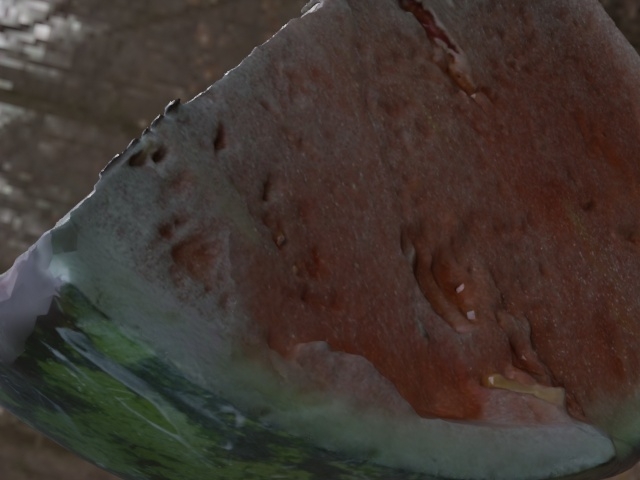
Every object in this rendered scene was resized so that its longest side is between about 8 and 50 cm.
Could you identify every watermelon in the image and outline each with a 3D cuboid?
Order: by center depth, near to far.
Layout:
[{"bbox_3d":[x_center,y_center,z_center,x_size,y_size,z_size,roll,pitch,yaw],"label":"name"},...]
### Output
[{"bbox_3d":[0.000,0.000,0.594,0.305,0.224,0.180,-46,-41,-54],"label":"watermelon"}]
